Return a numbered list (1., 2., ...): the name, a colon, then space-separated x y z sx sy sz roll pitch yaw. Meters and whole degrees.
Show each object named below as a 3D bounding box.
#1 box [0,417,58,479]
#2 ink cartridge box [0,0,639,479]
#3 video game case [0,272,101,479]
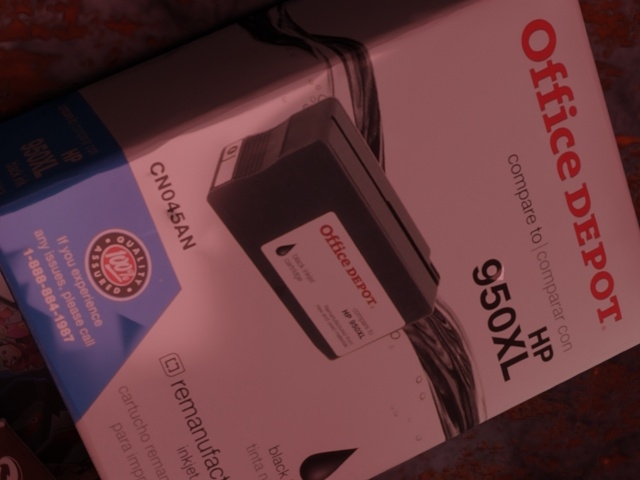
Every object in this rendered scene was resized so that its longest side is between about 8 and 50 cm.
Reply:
1. box: -0.191 0.296 0.914 0.191 0.143 0.381 -14 128 29
2. ink cartridge box: 0.000 0.000 0.951 0.395 0.166 0.285 -25 115 -10
3. video game case: -0.240 0.127 1.036 0.248 0.035 0.275 27 103 -26
